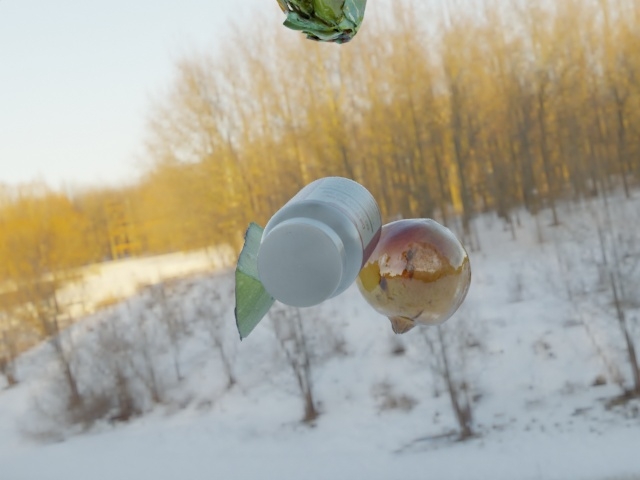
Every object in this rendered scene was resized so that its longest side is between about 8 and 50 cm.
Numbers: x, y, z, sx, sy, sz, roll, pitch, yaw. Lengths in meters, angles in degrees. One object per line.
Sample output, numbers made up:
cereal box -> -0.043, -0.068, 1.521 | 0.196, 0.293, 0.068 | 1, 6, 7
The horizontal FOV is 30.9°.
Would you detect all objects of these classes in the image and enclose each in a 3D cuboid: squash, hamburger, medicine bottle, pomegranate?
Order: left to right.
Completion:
squash -> -0.097, 0.083, 2.061 | 0.085, 0.184, 0.192 | 3, 31, 7
hamburger -> -0.013, -0.372, 1.483 | 0.125, 0.214, 0.235 | -10, -33, 22
medicine bottle -> 0.000, 0.000, 1.488 | 0.131, 0.131, 0.250 | -11, 11, 14
pomegranate -> 0.166, 0.059, 2.077 | 0.209, 0.209, 0.209 | -11, 0, 0
